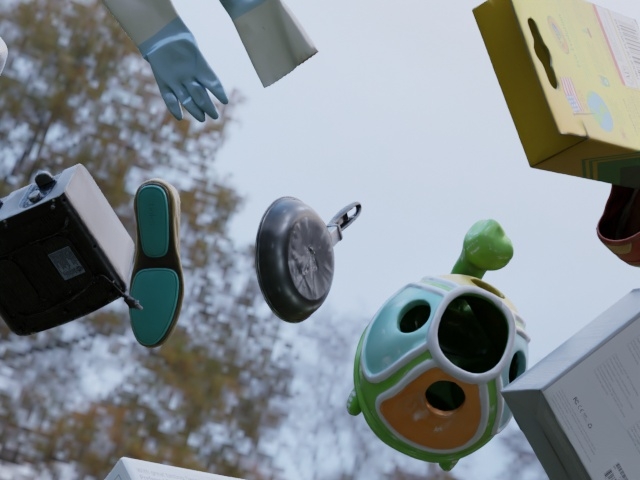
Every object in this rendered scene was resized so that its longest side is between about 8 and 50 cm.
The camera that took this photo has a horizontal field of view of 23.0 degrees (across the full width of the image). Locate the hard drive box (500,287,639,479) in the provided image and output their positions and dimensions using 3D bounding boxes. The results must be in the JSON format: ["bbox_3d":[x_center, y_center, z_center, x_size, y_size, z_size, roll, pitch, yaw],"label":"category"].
[{"bbox_3d":[0.351,0.186,1.812,0.181,0.232,0.089,61,-25,-7],"label":"hard drive box"}]

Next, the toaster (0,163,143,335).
[{"bbox_3d":[-0.325,0.016,1.897,0.168,0.110,0.185,-22,-62,17],"label":"toaster"}]

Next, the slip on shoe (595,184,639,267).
[{"bbox_3d":[0.458,-0.122,2.062,0.101,0.331,0.123,14,13,-44],"label":"slip on shoe"}]

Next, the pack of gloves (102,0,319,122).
[{"bbox_3d":[-0.145,-0.272,1.914,0.195,0.232,0.046,-34,-11,7],"label":"pack of gloves"}]

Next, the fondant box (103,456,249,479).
[{"bbox_3d":[-0.006,0.302,1.029,0.238,0.330,0.096,19,-63,-41],"label":"fondant box"}]

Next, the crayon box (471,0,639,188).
[{"bbox_3d":[0.285,-0.175,1.766,0.081,0.202,0.318,-28,-20,32],"label":"crayon box"}]

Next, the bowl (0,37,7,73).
[{"bbox_3d":[-0.477,-0.250,2.097,0.142,0.053,0.142,47,-49,13],"label":"bowl"}]

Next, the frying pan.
[{"bbox_3d":[0.000,0.030,2.468,0.053,0.197,0.326,-5,-3,33],"label":"frying pan"}]

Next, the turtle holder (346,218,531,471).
[{"bbox_3d":[0.198,0.148,2.184,0.243,0.320,0.227,48,-27,10],"label":"turtle holder"}]

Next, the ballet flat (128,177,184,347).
[{"bbox_3d":[-0.217,0.031,2.162,0.080,0.232,0.073,5,4,12],"label":"ballet flat"}]
